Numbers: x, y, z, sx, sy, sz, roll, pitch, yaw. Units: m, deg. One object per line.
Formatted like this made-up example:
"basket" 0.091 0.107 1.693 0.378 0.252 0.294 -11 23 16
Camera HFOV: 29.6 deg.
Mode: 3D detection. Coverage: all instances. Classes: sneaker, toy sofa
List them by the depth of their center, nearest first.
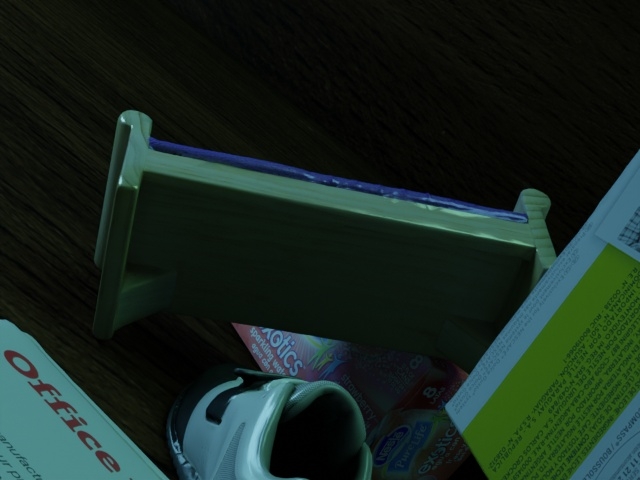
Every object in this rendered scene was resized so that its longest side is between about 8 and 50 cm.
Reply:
"sneaker" -0.024 0.147 0.834 0.122 0.146 0.330 36 11 -16
"toy sofa" 0.000 0.000 1.005 0.363 0.150 0.177 11 34 -8

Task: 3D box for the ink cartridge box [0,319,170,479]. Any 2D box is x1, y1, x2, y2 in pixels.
"ink cartridge box" -0.160 0.146 0.446 0.211 0.121 0.289 44 12 14

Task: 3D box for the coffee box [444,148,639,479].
"coffee box" 0.344 0.129 0.745 0.338 0.338 0.334 31 12 -24

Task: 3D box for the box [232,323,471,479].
"box" 0.029 0.094 1.190 0.154 0.142 0.300 28 17 -44
